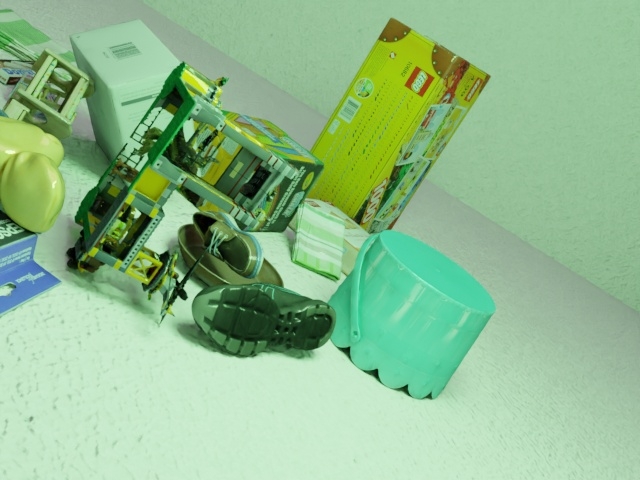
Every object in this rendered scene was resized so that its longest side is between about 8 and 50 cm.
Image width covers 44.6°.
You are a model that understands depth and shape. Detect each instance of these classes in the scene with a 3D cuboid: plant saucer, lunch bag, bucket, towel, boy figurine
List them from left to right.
[{"bbox_3d":[-0.414,-0.116,1.027,0.285,0.092,0.177,38,27,26],"label":"boy figurine"},{"bbox_3d":[-0.529,-0.269,1.457,0.083,0.053,0.071,36,15,-23],"label":"lunch bag"},{"bbox_3d":[-0.619,-0.429,1.778,0.325,0.038,0.248,30,16,-7],"label":"towel"},{"bbox_3d":[-0.153,0.043,1.282,0.199,0.036,0.198,29,17,-10],"label":"plant saucer"},{"bbox_3d":[0.000,0.000,1.586,0.113,0.023,0.152,22,48,-20],"label":"towel"},{"bbox_3d":[0.156,0.120,1.369,0.281,0.183,0.281,30,17,-10],"label":"bucket"}]

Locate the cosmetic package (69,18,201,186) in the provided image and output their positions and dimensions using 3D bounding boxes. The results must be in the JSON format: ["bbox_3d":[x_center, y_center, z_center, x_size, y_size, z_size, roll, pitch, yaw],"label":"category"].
[{"bbox_3d":[-0.325,-0.236,1.383,0.138,0.224,0.224,-20,44,-22],"label":"cosmetic package"}]

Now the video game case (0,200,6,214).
[{"bbox_3d":[-0.516,-0.115,1.083,0.285,0.025,0.204,24,19,-27],"label":"video game case"}]

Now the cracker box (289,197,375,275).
[{"bbox_3d":[0.046,-0.004,1.729,0.232,0.067,0.156,39,18,24],"label":"cracker box"}]

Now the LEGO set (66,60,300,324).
[{"bbox_3d":[-0.178,-0.064,1.078,0.192,0.331,0.255,33,1,-28],"label":"LEGO set"}]

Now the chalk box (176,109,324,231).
[{"bbox_3d":[-0.130,-0.137,1.593,0.179,0.180,0.289,39,16,21],"label":"chalk box"}]

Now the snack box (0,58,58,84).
[{"bbox_3d":[-0.603,-0.339,1.570,0.064,0.022,0.178,35,16,3],"label":"snack box"}]

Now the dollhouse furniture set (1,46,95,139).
[{"bbox_3d":[-0.464,-0.182,1.255,0.101,0.161,0.181,34,48,-24],"label":"dollhouse furniture set"}]

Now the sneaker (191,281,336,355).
[{"bbox_3d":[-0.095,0.110,1.139,0.106,0.101,0.267,23,3,41],"label":"sneaker"}]

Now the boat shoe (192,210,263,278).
[{"bbox_3d":[-0.153,0.005,1.229,0.066,0.066,0.183,14,14,-36],"label":"boat shoe"}]

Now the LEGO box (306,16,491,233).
[{"bbox_3d":[0.178,-0.269,1.976,0.193,0.500,0.372,37,18,17],"label":"LEGO box"}]

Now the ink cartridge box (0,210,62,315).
[{"bbox_3d":[-0.419,0.004,0.889,0.208,0.045,0.206,34,15,0],"label":"ink cartridge box"}]

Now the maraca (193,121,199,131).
[{"bbox_3d":[-0.262,-0.230,1.771,0.185,0.099,0.127,60,29,5],"label":"maraca"}]
